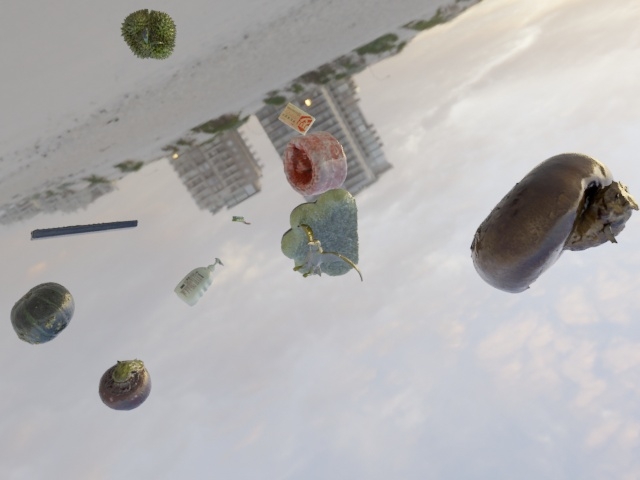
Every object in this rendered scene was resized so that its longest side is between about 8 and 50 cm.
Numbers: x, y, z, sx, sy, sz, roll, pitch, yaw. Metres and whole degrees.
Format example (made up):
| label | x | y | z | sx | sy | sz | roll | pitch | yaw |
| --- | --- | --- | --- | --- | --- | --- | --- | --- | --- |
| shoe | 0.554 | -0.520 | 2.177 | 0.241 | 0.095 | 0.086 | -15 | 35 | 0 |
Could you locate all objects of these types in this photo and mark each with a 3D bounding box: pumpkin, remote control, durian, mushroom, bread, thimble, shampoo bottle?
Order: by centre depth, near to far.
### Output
| label | x | y | z | sx | sy | sz | roll | pitch | yaw |
| --- | --- | --- | --- | --- | --- | --- | --- | --- | --- |
| mushroom | 0.376 | -0.034 | 1.018 | 0.297 | 0.163 | 0.278 | -34 | 175 | -41 |
| remote control | -0.568 | -0.028 | 1.463 | 0.245 | 0.025 | 0.063 | -8 | 177 | -30 |
| bread | 0.000 | 0.000 | 1.547 | 0.207 | 0.286 | 0.056 | -16 | -138 | -7 |
| shampoo bottle | -0.330 | 0.105 | 1.667 | 0.077 | 0.045 | 0.152 | 31 | -110 | 20 |
| pumpkin | -0.785 | 0.205 | 1.716 | 0.190 | 0.146 | 0.190 | -38 | -166 | 11 |
| durian | -0.524 | -0.636 | 1.886 | 0.159 | 0.146 | 0.198 | -32 | -121 | -34 |
| thimble | -0.022 | -0.285 | 2.246 | 0.162 | 0.239 | 0.239 | -18 | -170 | -34 |

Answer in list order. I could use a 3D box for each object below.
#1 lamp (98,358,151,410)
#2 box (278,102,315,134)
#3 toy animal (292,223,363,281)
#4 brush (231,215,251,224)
| label | x | y | z | sx | sy | sz | roll | pitch | yaw |
| --- | --- | --- | --- | --- | --- | --- | --- | --- | --- |
| lamp | -0.596 | 0.436 | 1.842 | 0.156 | 0.157 | 0.135 | -20 | 151 | -25 |
| box | -0.069 | -0.350 | 1.743 | 0.058 | 0.093 | 0.015 | -55 | 167 | -3 |
| toy animal | -0.014 | 0.042 | 1.362 | 0.095 | 0.219 | 0.155 | -57 | 159 | 12 |
| brush | -0.230 | -0.060 | 1.786 | 0.018 | 0.021 | 0.083 | 0 | 173 | 28 |
